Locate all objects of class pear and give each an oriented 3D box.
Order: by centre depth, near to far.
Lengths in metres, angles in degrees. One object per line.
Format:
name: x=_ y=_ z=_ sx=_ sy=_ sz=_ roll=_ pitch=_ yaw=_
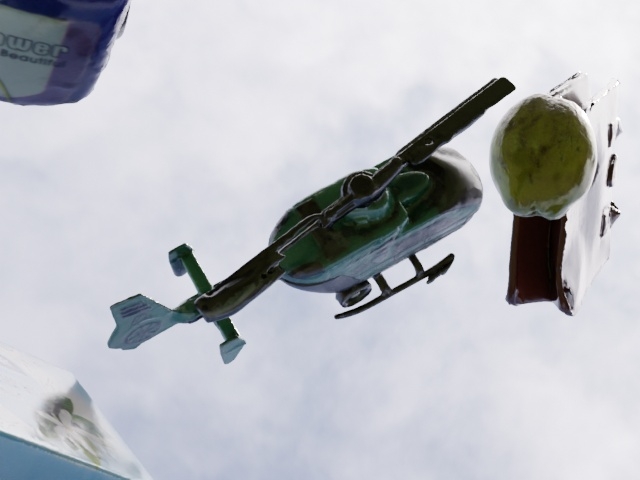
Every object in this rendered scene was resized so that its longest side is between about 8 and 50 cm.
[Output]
pear: x=0.222 y=-0.085 z=1.110 sx=0.107 sy=0.107 sz=0.131 roll=14 pitch=-99 yaw=8

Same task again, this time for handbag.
handbag: x=0.306 y=-0.064 z=1.369 sx=0.084 sy=0.259 sz=0.275 roll=7 pitch=-162 yaw=26

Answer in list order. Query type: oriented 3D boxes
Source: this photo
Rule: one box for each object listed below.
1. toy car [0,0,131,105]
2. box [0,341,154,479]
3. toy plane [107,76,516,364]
toy car: x=-0.218 y=-0.185 z=0.832 sx=0.172 sy=0.235 sz=0.157 roll=9 pitch=-119 yaw=-16
box: x=-0.219 y=0.106 z=0.645 sx=0.083 sy=0.232 sz=0.142 roll=-52 pitch=-135 yaw=1
toy plane: x=0.000 y=0.000 z=0.917 sx=0.382 sy=0.155 sz=0.106 roll=-26 pitch=-111 yaw=-13
